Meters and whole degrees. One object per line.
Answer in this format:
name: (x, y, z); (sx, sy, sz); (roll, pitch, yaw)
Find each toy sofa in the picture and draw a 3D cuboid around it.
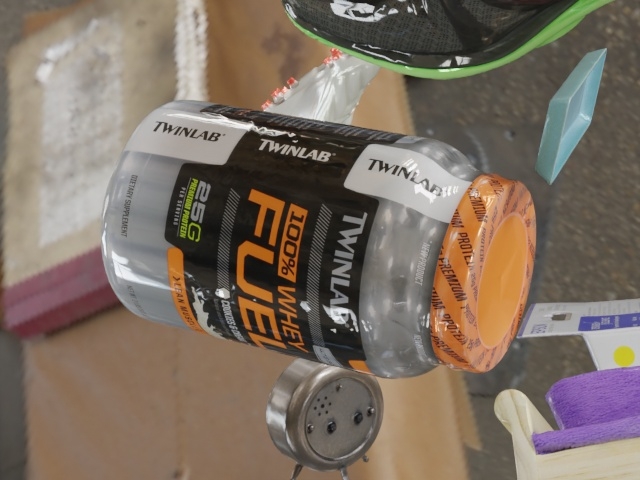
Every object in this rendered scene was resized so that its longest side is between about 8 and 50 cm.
toy sofa: (0.320, 0.125, 1.101); (0.362, 0.150, 0.177); (-15, 59, 19)

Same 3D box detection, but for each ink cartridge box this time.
ink cartridge box: (0.386, 0.104, 1.711); (0.307, 0.303, 0.072); (-8, 93, 12)

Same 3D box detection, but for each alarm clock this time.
alarm clock: (0.006, 0.172, 1.680); (0.064, 0.129, 0.192); (13, 113, 57)

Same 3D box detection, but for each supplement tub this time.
supplement tub: (0.000, 0.000, 1.222); (0.316, 0.193, 0.193); (11, 79, 26)

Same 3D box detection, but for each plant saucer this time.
plant saucer: (0.194, -0.100, 1.173); (0.018, 0.192, 0.067); (14, 112, 13)

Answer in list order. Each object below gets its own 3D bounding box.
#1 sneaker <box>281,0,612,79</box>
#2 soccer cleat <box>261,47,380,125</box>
sneaker: (0.133, -0.217, 0.885); (0.483, 0.202, 0.185); (-4, 65, 48)
soccer cleat: (0.021, -0.158, 1.584); (0.196, 0.076, 0.068); (-31, 17, 41)
